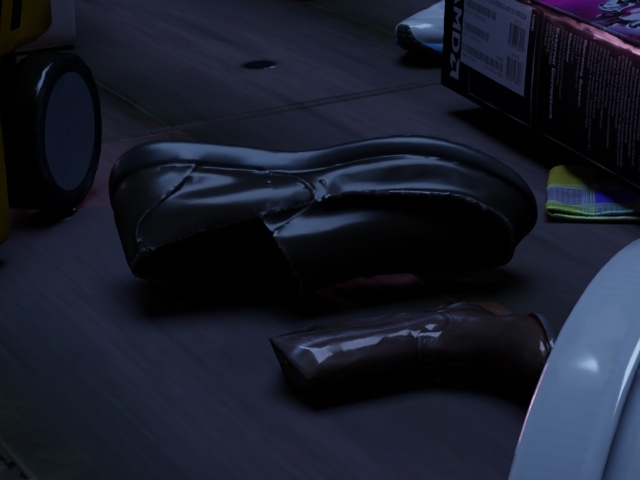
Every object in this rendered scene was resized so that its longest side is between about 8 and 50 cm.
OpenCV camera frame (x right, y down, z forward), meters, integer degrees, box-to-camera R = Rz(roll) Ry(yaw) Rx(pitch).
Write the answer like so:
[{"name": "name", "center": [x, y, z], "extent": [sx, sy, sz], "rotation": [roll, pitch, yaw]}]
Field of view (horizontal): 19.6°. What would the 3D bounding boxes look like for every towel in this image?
[{"name": "towel", "center": [0.159, -0.028, 1.069], "extent": [0.060, 0.009, 0.083], "rotation": [2, 20, 10]}]

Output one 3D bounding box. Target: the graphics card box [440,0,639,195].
[{"name": "graphics card box", "center": [0.249, -0.099, 1.121], "extent": [0.232, 0.094, 0.371], "rotation": [-5, 18, -19]}]

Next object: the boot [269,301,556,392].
[{"name": "boot", "center": [0.039, 0.052, 0.819], "extent": [0.114, 0.037, 0.106], "rotation": [-4, 6, -14]}]

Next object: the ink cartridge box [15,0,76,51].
[{"name": "ink cartridge box", "center": [-0.327, -0.333, 1.588], "extent": [0.160, 0.279, 0.384], "rotation": [-8, 20, -17]}]

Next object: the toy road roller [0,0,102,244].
[{"name": "toy road roller", "center": [-0.271, -0.108, 1.007], "extent": [0.202, 0.241, 0.329], "rotation": [3, 20, 18]}]

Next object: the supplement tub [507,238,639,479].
[{"name": "supplement tub", "center": [0.196, 0.098, 0.439], "extent": [0.272, 0.191, 0.191], "rotation": [9, 23, 29]}]

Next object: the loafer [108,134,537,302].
[{"name": "loafer", "center": [0.000, 0.000, 0.942], "extent": [0.220, 0.080, 0.078], "rotation": [0, 52, 4]}]

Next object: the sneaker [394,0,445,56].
[{"name": "sneaker", "center": [0.131, -0.191, 1.423], "extent": [0.190, 0.083, 0.071], "rotation": [-19, 27, -36]}]
